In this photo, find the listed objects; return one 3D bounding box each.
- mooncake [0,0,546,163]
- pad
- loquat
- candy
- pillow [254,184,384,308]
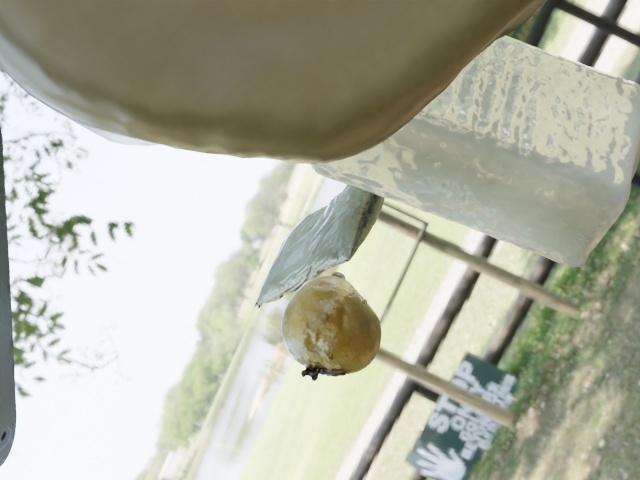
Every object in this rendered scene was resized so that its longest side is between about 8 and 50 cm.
[{"bbox_3d":[-0.038,-0.229,0.472,0.201,0.378,0.378,-107,41,-80],"label":"mooncake"},{"bbox_3d":[-0.389,0.093,0.966,0.315,0.063,0.375,-29,61,38],"label":"pad"},{"bbox_3d":[0.018,0.136,1.437,0.149,0.172,0.204,-36,37,37],"label":"loquat"},{"bbox_3d":[0.182,-0.132,0.988,0.145,0.358,0.208,113,177,-52],"label":"candy"},{"bbox_3d":[0.000,0.000,1.122,0.229,0.050,0.148,-35,21,53],"label":"pillow"}]
